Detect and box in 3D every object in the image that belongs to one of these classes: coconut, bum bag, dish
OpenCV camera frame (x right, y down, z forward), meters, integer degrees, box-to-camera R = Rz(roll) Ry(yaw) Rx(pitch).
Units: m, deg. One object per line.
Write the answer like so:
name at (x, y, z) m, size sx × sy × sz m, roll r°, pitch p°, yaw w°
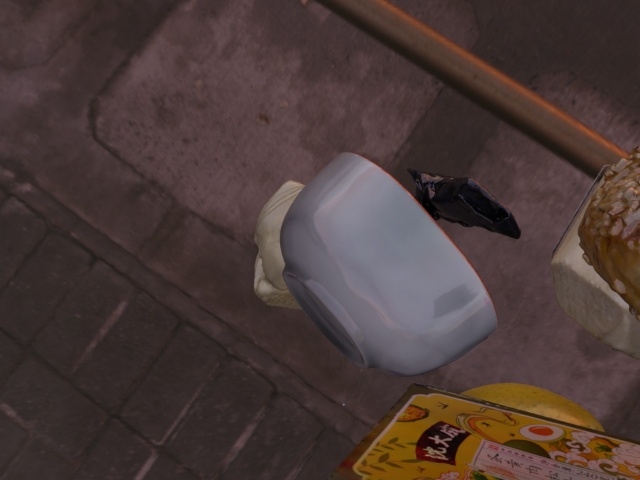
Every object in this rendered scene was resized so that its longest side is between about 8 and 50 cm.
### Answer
coconut at (0.524, 0.023, 1.218) m, size 0.322 × 0.323 × 0.323 m, roll 0°, pitch 78°, yaw 2°
bum bag at (0.245, -0.072, 1.407) m, size 0.137 × 0.310 × 0.074 m, roll 44°, pitch 80°, yaw -21°
dish at (0.046, 0.043, 0.793) m, size 0.117 × 0.256 × 0.256 m, roll -39°, pitch 80°, yaw -13°

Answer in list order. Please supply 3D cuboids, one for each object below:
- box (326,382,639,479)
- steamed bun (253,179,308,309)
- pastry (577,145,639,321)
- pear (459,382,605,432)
box at (0.246, 0.340, 0.975) m, size 0.420 × 0.373 × 0.138 m, roll 12°, pitch 104°, yaw 21°
steamed bun at (-0.003, 0.001, 1.451) m, size 0.276 × 0.289 × 0.203 m, roll -17°, pitch 72°, yaw 14°
pastry at (0.398, -0.002, 0.745) m, size 0.255 × 0.162 × 0.311 m, roll -31°, pitch 47°, yaw -21°
pear at (0.369, 0.455, 1.532) m, size 0.418 × 0.362 × 0.363 m, roll -17°, pitch 75°, yaw 38°
